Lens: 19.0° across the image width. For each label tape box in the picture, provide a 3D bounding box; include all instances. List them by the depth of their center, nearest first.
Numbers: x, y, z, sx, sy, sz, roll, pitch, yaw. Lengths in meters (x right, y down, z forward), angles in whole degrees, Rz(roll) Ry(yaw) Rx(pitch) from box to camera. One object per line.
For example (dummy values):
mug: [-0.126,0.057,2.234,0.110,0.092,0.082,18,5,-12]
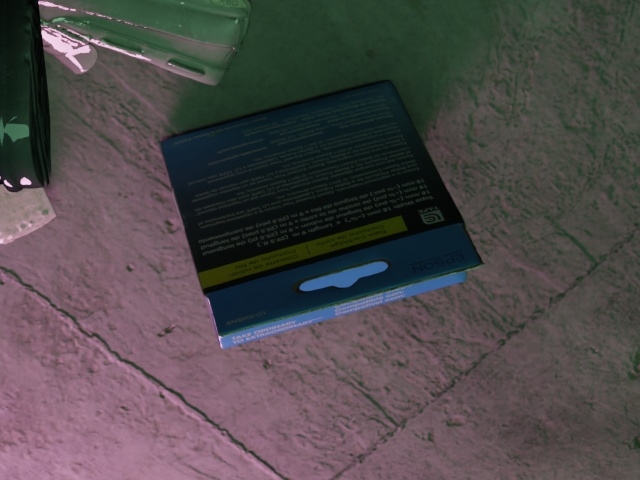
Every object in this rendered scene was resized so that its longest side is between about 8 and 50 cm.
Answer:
label tape box: [0.000,0.000,1.762,0.241,0.333,0.106,-15,126,-4]

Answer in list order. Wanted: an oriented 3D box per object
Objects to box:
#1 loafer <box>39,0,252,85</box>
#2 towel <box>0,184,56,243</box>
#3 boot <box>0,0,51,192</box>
loafer: [-0.218,-0.203,1.707,0.319,0.112,0.111,9,112,-20]
towel: [-0.371,-0.077,1.753,0.187,0.049,0.282,-27,137,-8]
boot: [-0.435,-0.141,1.449,0.445,0.367,0.146,-6,125,-7]
